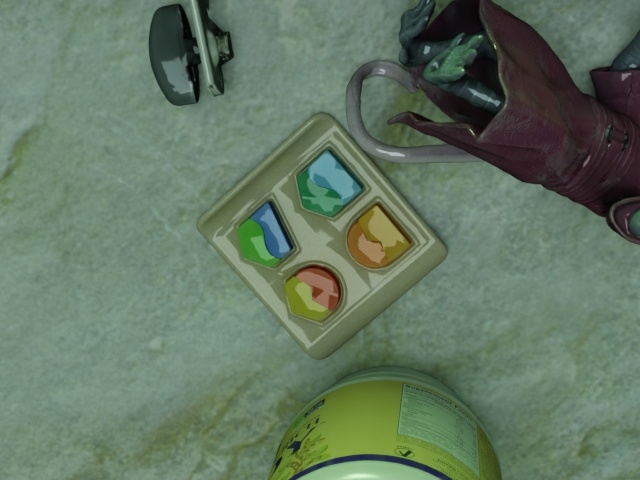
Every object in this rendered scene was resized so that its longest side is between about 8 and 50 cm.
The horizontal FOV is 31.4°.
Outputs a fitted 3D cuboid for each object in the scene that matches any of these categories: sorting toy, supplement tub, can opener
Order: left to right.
[{"bbox_3d":[-0.149,-0.278,1.140,0.095,0.076,0.283,-11,100,8],"label":"can opener"},{"bbox_3d":[0.000,0.000,1.205,0.193,0.038,0.208,-41,96,13],"label":"sorting toy"},{"bbox_3d":[0.060,0.271,1.109,0.241,0.331,0.241,1,103,6],"label":"supplement tub"}]

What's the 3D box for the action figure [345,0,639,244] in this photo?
[{"bbox_3d":[0.236,-0.079,1.083,0.370,0.248,0.276,27,141,-24],"label":"action figure"}]
